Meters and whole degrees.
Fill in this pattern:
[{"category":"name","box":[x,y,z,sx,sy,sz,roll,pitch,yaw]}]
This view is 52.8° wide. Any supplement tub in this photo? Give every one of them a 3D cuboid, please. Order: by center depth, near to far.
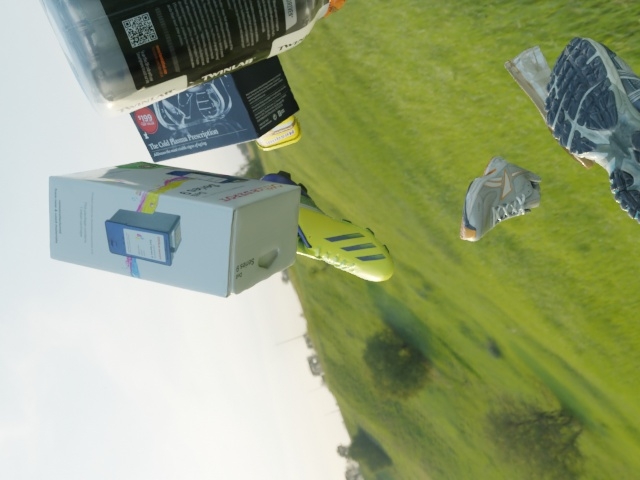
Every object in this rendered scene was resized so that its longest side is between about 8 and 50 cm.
[{"category":"supplement tub","box":[-0.150,-0.299,0.772,0.207,0.338,0.207,57,164,27]}]

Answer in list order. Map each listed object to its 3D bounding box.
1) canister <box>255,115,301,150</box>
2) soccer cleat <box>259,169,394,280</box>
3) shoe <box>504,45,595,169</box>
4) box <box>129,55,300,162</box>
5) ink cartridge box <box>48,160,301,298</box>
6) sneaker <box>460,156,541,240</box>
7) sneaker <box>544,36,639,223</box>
[{"category":"canister","box":[-0.121,-0.298,1.653,0.170,0.126,0.073,57,-163,-79]},{"category":"soccer cleat","box":[-0.001,0.000,1.097,0.289,0.093,0.121,35,-134,-15]},{"category":"shoe","box":[0.377,-0.208,1.019,0.219,0.058,0.076,51,-162,-7]},{"category":"box","box":[-0.274,-0.367,1.423,0.179,0.343,0.312,-45,-60,-46]},{"category":"ink cartridge box","box":[-0.146,-0.020,0.672,0.154,0.213,0.093,-29,-52,-64]},{"category":"sneaker","box":[0.354,-0.078,1.240,0.262,0.121,0.099,-48,-33,-43]},{"category":"sneaker","box":[0.363,-0.125,0.740,0.110,0.122,0.282,112,148,-48]}]
